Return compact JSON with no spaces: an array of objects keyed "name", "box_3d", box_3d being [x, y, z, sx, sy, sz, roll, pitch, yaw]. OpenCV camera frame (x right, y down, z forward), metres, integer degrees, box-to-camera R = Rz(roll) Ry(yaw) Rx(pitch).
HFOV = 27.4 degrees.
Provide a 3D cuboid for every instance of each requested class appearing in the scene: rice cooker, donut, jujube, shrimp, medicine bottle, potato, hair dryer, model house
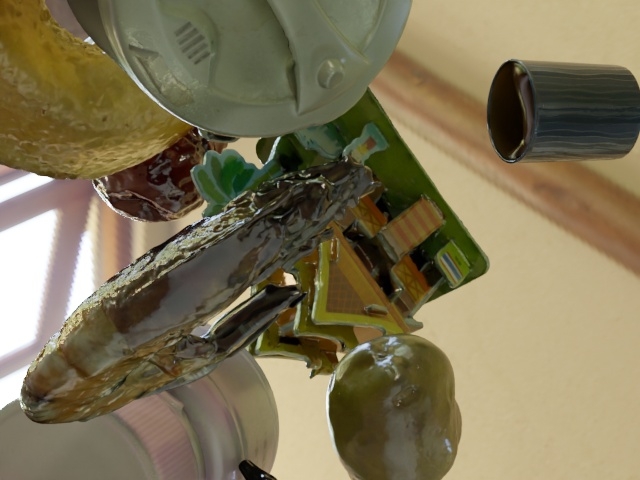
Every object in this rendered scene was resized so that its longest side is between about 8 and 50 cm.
[{"name":"rice cooker","box_3d":[-0.078,-0.246,1.129,0.277,0.288,0.288,-137,-146,-59]},{"name":"donut","box_3d":[-0.256,-0.258,1.448,0.435,0.377,0.163,26,-22,-30]},{"name":"jujube","box_3d":[-0.240,-0.150,1.927,0.213,0.232,0.213,12,-25,6]},{"name":"shrimp","box_3d":[-0.091,0.052,1.095,0.365,0.233,0.071,-36,-112,14]},{"name":"medicine bottle","box_3d":[-0.202,0.225,1.381,0.256,0.325,0.256,2,-82,16]},{"name":"potato","box_3d":[0.083,0.198,1.448,0.137,0.154,0.200,-4,-49,13]},{"name":"hair dryer","box_3d":[-0.076,0.262,1.298,0.031,0.083,0.079,44,-8,-33]},{"name":"model house","box_3d":[0.000,0.000,1.734,0.242,0.313,0.357,-28,-81,37]}]

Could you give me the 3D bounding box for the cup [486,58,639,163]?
[{"name":"cup","box_3d":[0.267,-0.150,1.472,0.150,0.138,0.113,-124,-142,-58]}]
